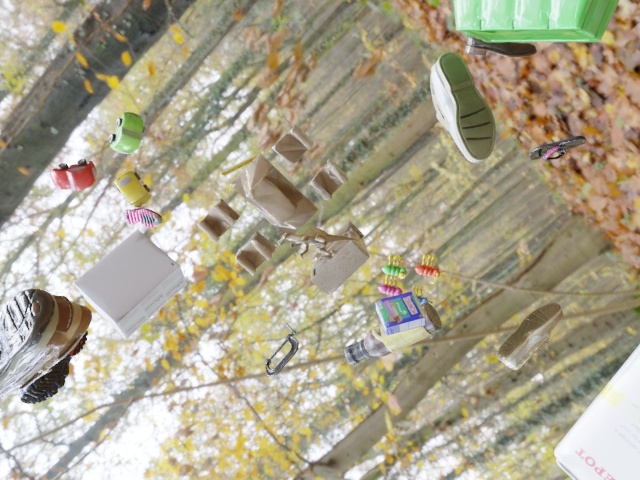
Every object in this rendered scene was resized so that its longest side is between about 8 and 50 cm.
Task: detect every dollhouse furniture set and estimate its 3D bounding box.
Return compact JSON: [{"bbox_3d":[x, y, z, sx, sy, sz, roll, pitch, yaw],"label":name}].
[{"bbox_3d":[-0.063,-0.065,1.678,0.394,0.362,0.256,44,-171,-9],"label":"dollhouse furniture set"}]

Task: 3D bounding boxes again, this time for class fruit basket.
[{"bbox_3d":[0.485,-0.645,1.343,0.283,0.392,0.392,-6,-127,-49],"label":"fruit basket"}]

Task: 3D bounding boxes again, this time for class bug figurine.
[{"bbox_3d":[0.322,0.154,2.183,0.216,0.279,0.072,11,-128,4],"label":"bug figurine"}]

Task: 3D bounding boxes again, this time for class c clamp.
[{"bbox_3d":[-0.121,0.346,1.867,0.022,0.160,0.137,44,171,-31],"label":"c clamp"}]

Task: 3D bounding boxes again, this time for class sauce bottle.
[{"bbox_3d":[0.239,0.327,2.046,0.111,0.344,0.111,47,-156,-29],"label":"sauce bottle"}]

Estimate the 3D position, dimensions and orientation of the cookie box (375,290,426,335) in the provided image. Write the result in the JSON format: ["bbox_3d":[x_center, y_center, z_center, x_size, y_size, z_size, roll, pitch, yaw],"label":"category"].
[{"bbox_3d":[0.206,0.186,1.546,0.040,0.107,0.091,82,172,-46],"label":"cookie box"}]

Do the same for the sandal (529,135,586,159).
[{"bbox_3d":[0.708,-0.268,1.805,0.067,0.179,0.040,9,-106,-39],"label":"sandal"}]

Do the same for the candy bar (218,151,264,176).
[{"bbox_3d":[-0.251,-0.243,1.921,0.018,0.162,0.040,63,168,-10],"label":"candy bar"}]

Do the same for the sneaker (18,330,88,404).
[{"bbox_3d":[-0.641,0.288,1.426,0.221,0.087,0.083,-67,-32,-40],"label":"sneaker"}]

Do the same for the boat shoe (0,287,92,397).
[{"bbox_3d":[-0.500,0.197,0.997,0.120,0.324,0.122,18,-136,-53],"label":"boat shoe"}]

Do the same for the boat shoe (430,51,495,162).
[{"bbox_3d":[0.371,-0.338,1.586,0.103,0.113,0.302,129,128,-72],"label":"boat shoe"}]

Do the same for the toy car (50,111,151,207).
[{"bbox_3d":[-0.466,-0.185,1.381,0.239,0.225,0.053,15,-158,-40],"label":"toy car"}]

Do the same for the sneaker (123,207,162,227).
[{"bbox_3d":[-0.420,-0.061,1.457,0.119,0.047,0.057,10,-160,32],"label":"sneaker"}]

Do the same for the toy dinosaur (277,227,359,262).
[{"bbox_3d":[0.000,0.000,1.300,0.183,0.053,0.092,1,-145,-5],"label":"toy dinosaur"}]

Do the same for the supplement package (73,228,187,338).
[{"bbox_3d":[-0.598,0.136,1.912,0.204,0.262,0.145,38,156,17],"label":"supplement package"}]

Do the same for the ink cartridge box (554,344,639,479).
[{"bbox_3d":[0.653,0.336,1.062,0.160,0.384,0.279,5,-149,-46],"label":"ink cartridge box"}]

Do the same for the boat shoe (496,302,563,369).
[{"bbox_3d":[0.360,0.163,1.016,0.045,0.135,0.050,44,-174,-16],"label":"boat shoe"}]

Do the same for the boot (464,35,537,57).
[{"bbox_3d":[0.554,-0.615,1.817,0.219,0.106,0.082,2,-150,-2],"label":"boot"}]
